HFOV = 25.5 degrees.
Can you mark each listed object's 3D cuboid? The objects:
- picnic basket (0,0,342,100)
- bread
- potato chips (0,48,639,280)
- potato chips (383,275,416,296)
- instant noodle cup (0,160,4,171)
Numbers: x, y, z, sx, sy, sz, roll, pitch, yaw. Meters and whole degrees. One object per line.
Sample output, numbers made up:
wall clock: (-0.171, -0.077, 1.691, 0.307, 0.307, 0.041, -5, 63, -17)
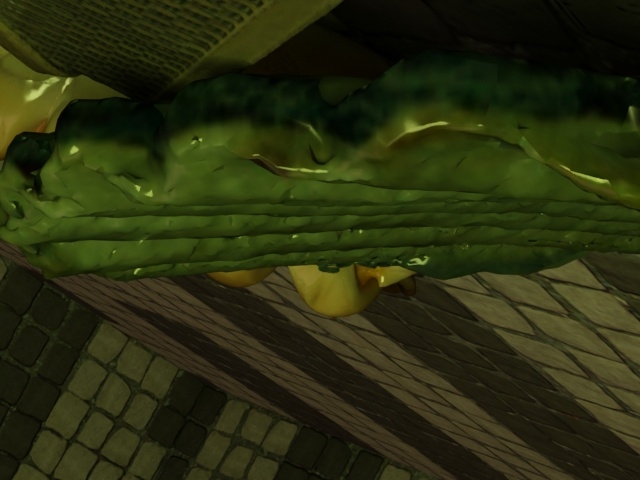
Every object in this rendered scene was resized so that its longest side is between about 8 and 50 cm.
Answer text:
picnic basket: (-0.059, -0.152, 0.458, 0.139, 0.165, 0.267, 24, 170, -15)
bread: (-0.070, -0.064, 0.806, 0.311, 0.173, 0.121, 28, 138, 4)
potato chips: (0.092, -0.008, 0.566, 0.429, 0.070, 0.358, 4, 175, -23)
potato chips: (0.000, 0.000, 1.216, 0.150, 0.049, 0.202, 28, 166, -24)
instant noodle cup: (-0.378, -0.095, 1.304, 0.207, 0.217, 0.217, 3, 153, 49)
